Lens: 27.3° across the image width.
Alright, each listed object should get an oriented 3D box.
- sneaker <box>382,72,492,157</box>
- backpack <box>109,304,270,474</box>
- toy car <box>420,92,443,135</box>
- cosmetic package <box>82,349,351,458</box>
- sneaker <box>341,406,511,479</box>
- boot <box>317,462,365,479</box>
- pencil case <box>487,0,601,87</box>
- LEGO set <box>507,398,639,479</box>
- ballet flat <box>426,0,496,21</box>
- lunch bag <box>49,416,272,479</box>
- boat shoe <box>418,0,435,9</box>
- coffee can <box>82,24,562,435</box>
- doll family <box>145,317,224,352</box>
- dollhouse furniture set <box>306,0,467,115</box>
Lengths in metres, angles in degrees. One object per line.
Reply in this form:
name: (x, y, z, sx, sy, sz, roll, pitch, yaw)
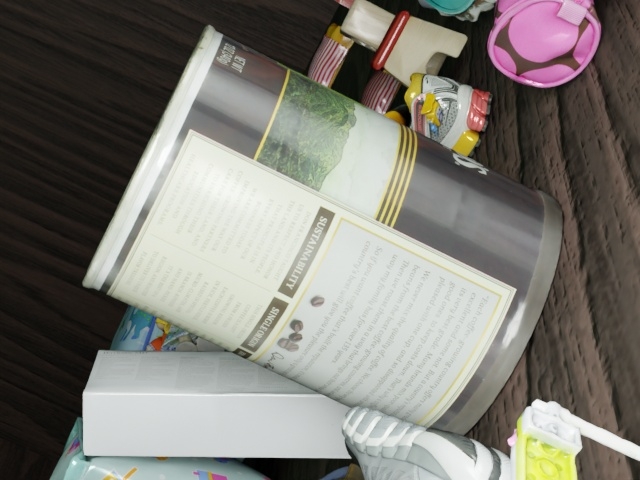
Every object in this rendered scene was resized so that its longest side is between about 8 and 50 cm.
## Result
sneaker: (0.080, -0.083, 1.293, 0.225, 0.092, 0.088, -57, 11, 43)
backpack: (-0.143, 0.173, 1.498, 0.356, 0.273, 0.290, -55, -3, -25)
toy car: (0.122, -0.076, 1.159, 0.040, 0.060, 0.122, 53, -147, -49)
cosmetic package: (-0.068, 0.134, 1.077, 0.099, 0.238, 0.061, -95, 6, -73)
sneaker: (0.044, 0.178, 0.803, 0.228, 0.086, 0.132, 161, 132, -77)
boot: (-0.023, 0.269, 1.021, 0.219, 0.082, 0.106, -54, -2, 24)
pencil case: (0.191, -0.219, 1.054, 0.098, 0.095, 0.209, -34, 30, 42)
LEGO set: (0.135, 0.095, 0.420, 0.132, 0.107, 0.287, -63, 9, 11)
ballet flat: (0.215, -0.384, 1.273, 0.409, 0.147, 0.147, -53, 14, 48)
lunch bag: (-0.136, 0.254, 1.171, 0.262, 0.223, 0.160, -177, 104, -80)
boat shoe: (0.182, -0.424, 1.556, 0.367, 0.156, 0.136, 82, -166, -47)
coffee can: (0.000, 0.000, 0.927, 0.202, 0.275, 0.201, -61, 10, 18)
doll family: (-0.075, 0.049, 1.327, 0.163, 0.262, 0.118, -103, -7, -53)
dollhouse furniture set: (0.036, -0.171, 1.488, 0.201, 0.152, 0.374, -63, 3, 7)
